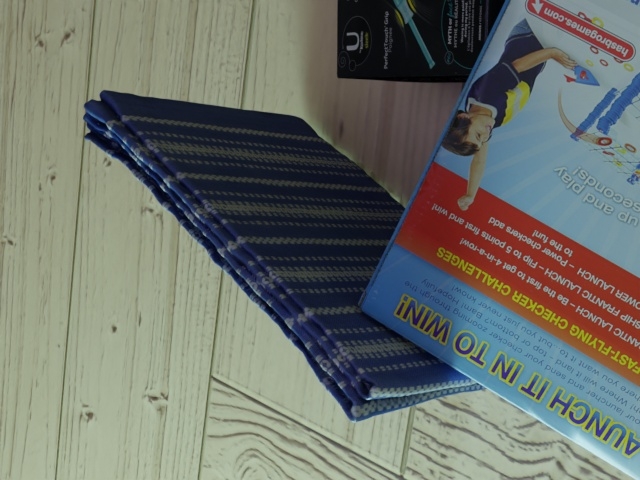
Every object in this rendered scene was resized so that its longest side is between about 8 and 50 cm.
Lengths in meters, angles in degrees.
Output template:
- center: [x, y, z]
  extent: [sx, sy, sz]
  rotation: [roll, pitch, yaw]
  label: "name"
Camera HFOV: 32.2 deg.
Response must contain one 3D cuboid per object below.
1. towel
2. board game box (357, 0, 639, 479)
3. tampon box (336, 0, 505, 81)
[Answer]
- center: [0.000, 0.000, 0.803]
  extent: [0.336, 0.243, 0.040]
  rotation: [45, 118, 32]
  label: "towel"
- center: [0.220, -0.015, 0.625]
  extent: [0.308, 0.086, 0.302]
  rotation: [32, 118, 13]
  label: "board game box"
- center: [0.098, -0.172, 0.774]
  extent: [0.161, 0.101, 0.121]
  rotation: [10, 101, 54]
  label: "tampon box"
